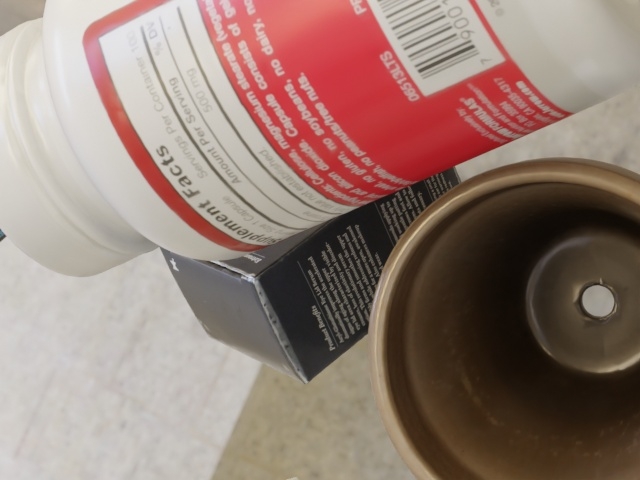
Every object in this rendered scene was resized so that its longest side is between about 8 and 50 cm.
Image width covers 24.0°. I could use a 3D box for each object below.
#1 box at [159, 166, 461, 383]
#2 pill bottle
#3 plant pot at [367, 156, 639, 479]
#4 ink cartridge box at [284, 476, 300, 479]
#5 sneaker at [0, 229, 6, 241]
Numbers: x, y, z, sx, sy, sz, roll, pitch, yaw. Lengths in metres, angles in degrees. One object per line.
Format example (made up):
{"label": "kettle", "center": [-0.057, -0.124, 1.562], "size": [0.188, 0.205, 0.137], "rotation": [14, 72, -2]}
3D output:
{"label": "box", "center": [0.000, 0.000, 1.232], "size": [0.153, 0.207, 0.108], "rotation": [21, 142, 54]}
{"label": "pill bottle", "center": [-0.020, -0.125, 0.939], "size": [0.408, 0.229, 0.229], "rotation": [-23, 149, 25]}
{"label": "plant pot", "center": [0.189, 0.065, 1.096], "size": [0.263, 0.263, 0.229], "rotation": [22, -166, 15]}
{"label": "ink cartridge box", "center": [-0.035, 0.324, 1.569], "size": [0.145, 0.045, 0.179], "rotation": [53, -163, 17]}
{"label": "sneaker", "center": [-0.455, -0.024, 1.836], "size": [0.125, 0.139, 0.341], "rotation": [30, -140, 35]}
